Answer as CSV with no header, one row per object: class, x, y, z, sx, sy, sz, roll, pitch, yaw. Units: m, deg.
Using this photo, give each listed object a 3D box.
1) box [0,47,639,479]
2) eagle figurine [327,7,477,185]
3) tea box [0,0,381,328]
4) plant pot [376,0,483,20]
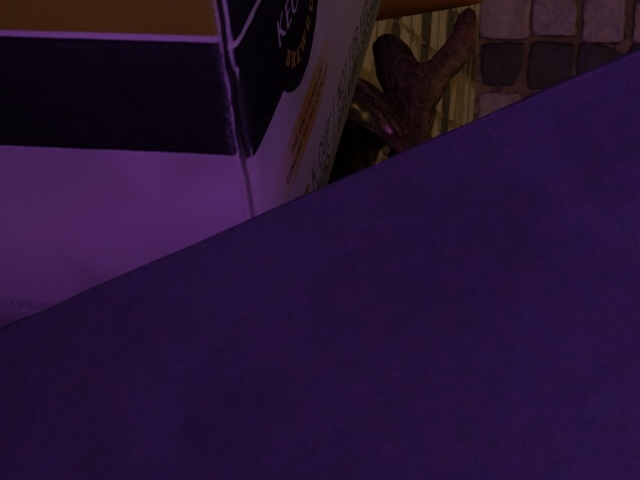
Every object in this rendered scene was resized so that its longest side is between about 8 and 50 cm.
box,0.116,0.216,0.476,0.472,0.480,0.297,50,23,-48
eagle figurine,0.008,0.008,1.147,0.226,0.225,0.298,-17,152,-38
tea box,-0.096,-0.195,0.489,0.329,0.220,0.323,-74,164,-46
plant pot,0.026,-0.236,1.153,0.205,0.188,0.205,4,90,-78
